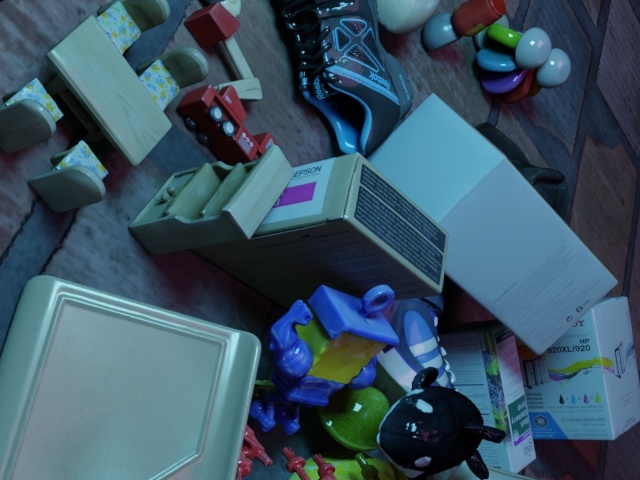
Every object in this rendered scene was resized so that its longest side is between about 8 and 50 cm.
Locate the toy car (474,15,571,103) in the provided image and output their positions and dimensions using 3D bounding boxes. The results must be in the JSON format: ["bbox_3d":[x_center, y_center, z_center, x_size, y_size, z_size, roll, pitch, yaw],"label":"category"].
[{"bbox_3d":[0.355,-0.326,1.589,0.182,0.159,0.136,25,101,-46],"label":"toy car"}]

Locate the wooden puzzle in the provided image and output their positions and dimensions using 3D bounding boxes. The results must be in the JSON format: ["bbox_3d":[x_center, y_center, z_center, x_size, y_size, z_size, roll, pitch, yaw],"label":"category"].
[{"bbox_3d":[-0.191,0.167,0.816,0.238,0.044,0.221,17,67,-15],"label":"wooden puzzle"}]

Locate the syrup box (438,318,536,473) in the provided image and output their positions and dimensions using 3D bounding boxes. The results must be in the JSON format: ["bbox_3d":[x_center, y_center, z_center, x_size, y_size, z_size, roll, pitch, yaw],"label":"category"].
[{"bbox_3d":[0.270,0.254,1.388,0.093,0.096,0.237,-12,91,-51],"label":"syrup box"}]

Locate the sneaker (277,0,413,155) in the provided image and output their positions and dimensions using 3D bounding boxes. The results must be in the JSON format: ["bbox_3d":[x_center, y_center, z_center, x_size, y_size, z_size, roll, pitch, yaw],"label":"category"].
[{"bbox_3d":[0.016,-0.270,1.157,0.341,0.125,0.140,55,47,-27],"label":"sneaker"}]

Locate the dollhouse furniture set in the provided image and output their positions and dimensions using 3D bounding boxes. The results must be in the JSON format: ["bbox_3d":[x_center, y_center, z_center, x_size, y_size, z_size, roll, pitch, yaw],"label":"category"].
[{"bbox_3d":[-0.167,-0.114,0.874,0.242,0.161,0.212,56,45,-28],"label":"dollhouse furniture set"}]

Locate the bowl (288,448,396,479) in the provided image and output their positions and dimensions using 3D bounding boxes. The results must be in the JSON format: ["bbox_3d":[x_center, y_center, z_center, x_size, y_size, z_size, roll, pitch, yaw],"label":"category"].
[{"bbox_3d":[0.075,0.411,1.073,0.289,0.156,0.290,13,73,-48],"label":"bowl"}]

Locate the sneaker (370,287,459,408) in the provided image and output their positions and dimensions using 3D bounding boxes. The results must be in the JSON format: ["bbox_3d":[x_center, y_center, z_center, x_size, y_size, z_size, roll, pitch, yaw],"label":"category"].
[{"bbox_3d":[0.145,0.139,1.229,0.323,0.130,0.236,52,51,-24],"label":"sneaker"}]

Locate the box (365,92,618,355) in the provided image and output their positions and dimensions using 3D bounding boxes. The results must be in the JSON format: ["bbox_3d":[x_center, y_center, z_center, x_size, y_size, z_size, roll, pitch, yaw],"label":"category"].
[{"bbox_3d":[0.246,-0.019,1.270,0.345,0.168,0.215,38,12,-37],"label":"box"}]

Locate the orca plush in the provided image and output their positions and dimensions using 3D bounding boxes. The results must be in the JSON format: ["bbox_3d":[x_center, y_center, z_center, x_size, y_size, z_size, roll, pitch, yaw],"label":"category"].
[{"bbox_3d":[0.170,0.246,1.026,0.287,0.102,0.151,49,53,-52],"label":"orca plush"}]

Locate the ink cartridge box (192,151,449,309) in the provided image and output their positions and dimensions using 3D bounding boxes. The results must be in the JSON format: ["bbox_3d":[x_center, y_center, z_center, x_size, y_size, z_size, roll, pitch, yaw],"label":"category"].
[{"bbox_3d":[0.000,0.000,0.999,0.193,0.234,0.088,38,55,-41],"label":"ink cartridge box"}]

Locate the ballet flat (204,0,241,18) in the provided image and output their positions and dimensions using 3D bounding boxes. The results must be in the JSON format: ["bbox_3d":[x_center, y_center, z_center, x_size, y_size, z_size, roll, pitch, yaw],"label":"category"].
[{"bbox_3d":[-0.137,-0.353,1.045,0.057,0.049,0.173,-39,113,-46],"label":"ballet flat"}]

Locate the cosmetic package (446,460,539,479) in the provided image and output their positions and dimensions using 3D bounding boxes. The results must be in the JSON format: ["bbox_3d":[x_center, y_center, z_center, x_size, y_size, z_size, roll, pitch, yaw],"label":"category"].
[{"bbox_3d":[0.279,0.444,1.296,0.160,0.113,0.309,-50,137,11],"label":"cosmetic package"}]

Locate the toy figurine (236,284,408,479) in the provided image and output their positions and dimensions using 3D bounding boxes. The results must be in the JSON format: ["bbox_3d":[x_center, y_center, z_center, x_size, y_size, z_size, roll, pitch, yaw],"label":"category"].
[{"bbox_3d":[0.039,0.153,0.975,0.362,0.191,0.217,22,109,-46],"label":"toy figurine"}]

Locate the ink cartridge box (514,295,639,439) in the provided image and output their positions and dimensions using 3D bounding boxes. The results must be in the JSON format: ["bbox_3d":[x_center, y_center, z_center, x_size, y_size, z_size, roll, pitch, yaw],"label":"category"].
[{"bbox_3d":[0.468,0.230,1.574,0.168,0.171,0.233,-7,88,-51],"label":"ink cartridge box"}]

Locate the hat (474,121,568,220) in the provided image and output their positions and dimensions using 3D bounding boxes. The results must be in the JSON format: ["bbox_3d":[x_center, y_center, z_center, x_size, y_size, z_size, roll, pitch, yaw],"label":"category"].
[{"bbox_3d":[0.360,-0.072,1.533,0.331,0.133,0.332,13,72,-48],"label":"hat"}]

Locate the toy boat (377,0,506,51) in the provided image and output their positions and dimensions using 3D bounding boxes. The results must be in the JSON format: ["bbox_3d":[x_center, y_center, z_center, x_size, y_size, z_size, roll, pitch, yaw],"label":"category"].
[{"bbox_3d":[0.143,-0.401,1.344,0.318,0.148,0.268,26,58,-37],"label":"toy boat"}]

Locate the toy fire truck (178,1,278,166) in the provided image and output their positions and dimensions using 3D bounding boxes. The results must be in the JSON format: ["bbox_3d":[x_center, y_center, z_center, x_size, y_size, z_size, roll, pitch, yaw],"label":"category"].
[{"bbox_3d":[-0.108,-0.175,1.048,0.192,0.047,0.135,51,46,-32],"label":"toy fire truck"}]
